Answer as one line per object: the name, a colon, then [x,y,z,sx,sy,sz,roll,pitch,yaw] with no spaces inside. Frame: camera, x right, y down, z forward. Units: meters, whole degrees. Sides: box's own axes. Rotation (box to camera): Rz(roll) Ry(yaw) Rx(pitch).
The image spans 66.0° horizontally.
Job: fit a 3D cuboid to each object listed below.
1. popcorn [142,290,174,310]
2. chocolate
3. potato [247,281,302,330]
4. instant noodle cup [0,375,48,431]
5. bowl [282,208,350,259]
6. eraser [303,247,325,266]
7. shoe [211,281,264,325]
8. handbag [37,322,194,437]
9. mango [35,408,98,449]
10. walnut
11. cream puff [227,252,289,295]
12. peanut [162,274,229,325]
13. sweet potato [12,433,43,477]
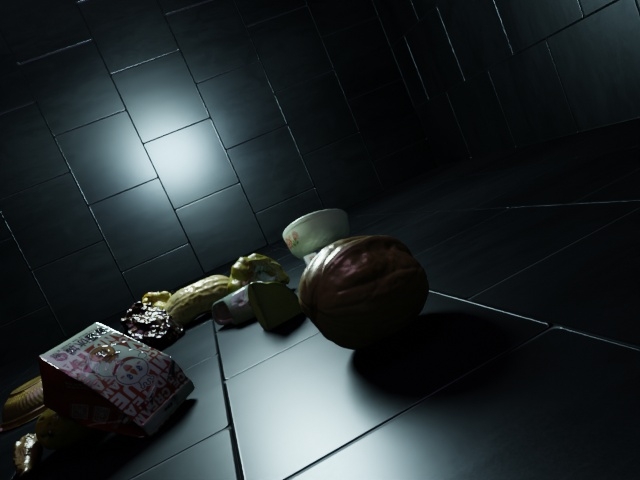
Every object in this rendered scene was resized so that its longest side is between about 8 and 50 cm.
popcorn: [-0.690,0.294,2.120,0.180,0.180,0.170,-15,44,48]
chocolate: [-0.620,0.303,1.776,0.206,0.177,0.224,-20,10,29]
potato: [-0.132,0.161,1.388,0.120,0.149,0.081,-24,13,-24]
instant noodle cup: [-0.930,0.506,1.620,0.274,0.090,0.274,-24,7,3]
bowl: [0.000,0.000,1.956,0.277,0.145,0.277,-15,-22,-6]
eraser: [0.016,0.082,1.729,0.124,0.081,0.279,-24,7,-4]
shoe: [-0.259,0.215,1.582,0.251,0.103,0.100,-26,5,24]
handbag: [-0.437,0.319,1.064,0.298,0.151,0.171,20,28,18]
mango: [-0.554,0.406,1.148,0.195,0.098,0.137,-24,2,-44]
walnut: [0.087,0.093,0.959,0.261,0.224,0.225,-14,1,-33]
cream puff: [-0.242,0.146,1.758,0.221,0.194,0.195,-24,6,-41]
peanut: [-0.489,0.244,1.950,0.325,0.140,0.153,-30,-20,-9]
sweet potato: [-0.642,0.472,1.079,0.060,0.068,0.206,-45,21,-18]
